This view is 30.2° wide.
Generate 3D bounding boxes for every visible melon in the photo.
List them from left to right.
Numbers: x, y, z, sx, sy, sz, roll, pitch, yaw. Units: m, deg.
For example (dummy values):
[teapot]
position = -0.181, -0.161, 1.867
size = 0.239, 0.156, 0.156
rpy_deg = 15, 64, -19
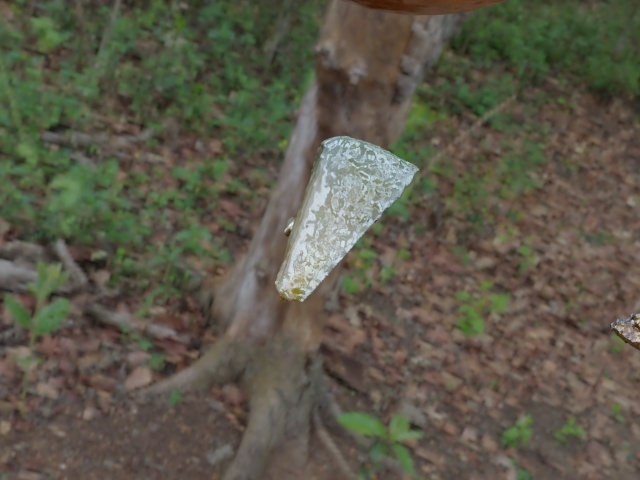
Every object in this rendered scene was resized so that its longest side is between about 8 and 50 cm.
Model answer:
[melon]
position = 0.004, -0.007, 0.711
size = 0.054, 0.098, 0.182
rpy_deg = 28, -2, -2

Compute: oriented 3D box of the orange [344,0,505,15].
[orange]
position = 0.021, -0.216, 0.415
size = 0.284, 0.226, 0.284
rpy_deg = 55, 12, -17

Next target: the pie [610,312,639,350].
[pie]
position = 0.400, 0.086, 1.218
size = 0.033, 0.191, 0.088
rpy_deg = 50, 22, -44
